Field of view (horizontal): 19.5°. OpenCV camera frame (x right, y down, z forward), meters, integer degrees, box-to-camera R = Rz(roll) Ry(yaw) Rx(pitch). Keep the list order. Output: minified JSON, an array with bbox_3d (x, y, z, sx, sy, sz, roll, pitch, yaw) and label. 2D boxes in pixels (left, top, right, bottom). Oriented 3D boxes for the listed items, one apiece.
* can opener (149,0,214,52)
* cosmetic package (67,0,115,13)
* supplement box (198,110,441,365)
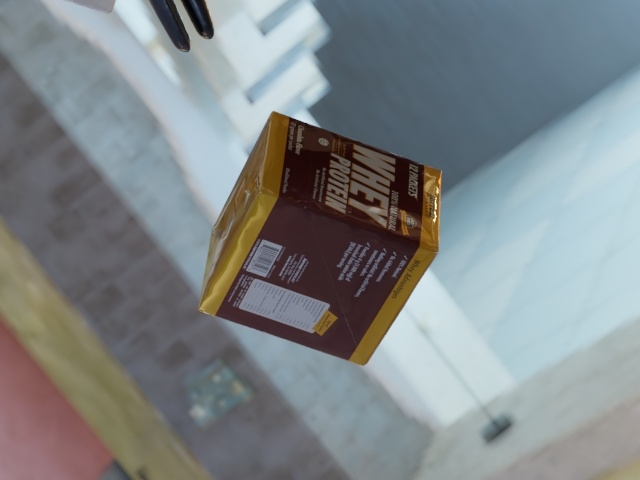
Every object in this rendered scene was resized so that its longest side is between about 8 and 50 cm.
[{"bbox_3d":[-0.139,-0.245,1.558,0.059,0.186,0.073,-23,-158,-17],"label":"can opener"},{"bbox_3d":[-0.370,-0.376,1.617,0.161,0.453,0.230,30,-76,56],"label":"cosmetic package"},{"bbox_3d":[0.000,0.000,1.950,0.129,0.194,0.191,-84,-162,-47],"label":"supplement box"}]
